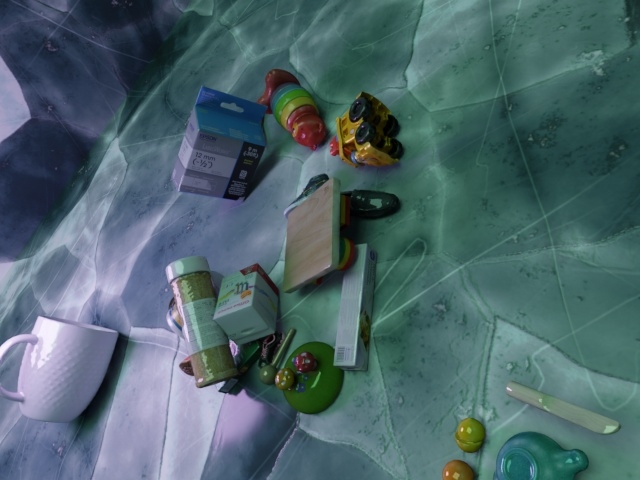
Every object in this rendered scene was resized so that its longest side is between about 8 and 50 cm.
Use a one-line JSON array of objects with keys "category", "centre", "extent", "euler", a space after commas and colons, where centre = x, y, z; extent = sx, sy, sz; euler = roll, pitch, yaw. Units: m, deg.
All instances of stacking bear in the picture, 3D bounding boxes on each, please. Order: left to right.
[{"category": "stacking bear", "centre": [-0.081, -0.440, 1.589], "extent": [0.288, 0.165, 0.175], "euler": [58, 136, 31]}]

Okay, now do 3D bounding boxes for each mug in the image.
[{"category": "mug", "centre": [-0.938, 0.444, 1.581], "extent": [0.277, 0.374, 0.327], "euler": [4, 74, 34]}]

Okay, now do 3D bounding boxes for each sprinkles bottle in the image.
[{"category": "sprinkles bottle", "centre": [-0.335, 0.225, 1.278], "extent": [0.121, 0.121, 0.354], "euler": [-27, 73, 23]}]

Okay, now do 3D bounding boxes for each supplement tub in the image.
[{"category": "supplement tub", "centre": [-0.370, 0.208, 1.435], "extent": [0.199, 0.144, 0.144], "euler": [-47, 46, 6]}]

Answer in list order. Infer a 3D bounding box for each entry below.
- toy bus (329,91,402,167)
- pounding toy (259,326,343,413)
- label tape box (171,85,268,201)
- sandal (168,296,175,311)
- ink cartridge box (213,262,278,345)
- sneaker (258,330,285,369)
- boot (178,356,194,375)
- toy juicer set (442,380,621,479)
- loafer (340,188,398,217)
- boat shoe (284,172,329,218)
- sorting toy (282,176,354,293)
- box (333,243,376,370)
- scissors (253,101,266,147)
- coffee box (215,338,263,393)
[{"category": "toy bus", "centre": [0.117, -0.297, 1.370], "extent": [0.212, 0.150, 0.220], "euler": [-31, 51, 37]}, {"category": "pounding toy", "centre": [-0.066, 0.326, 1.156], "extent": [0.237, 0.110, 0.182], "euler": [20, 78, 42]}, {"category": "label tape box", "centre": [-0.335, -0.318, 1.566], "extent": [0.347, 0.249, 0.115], "euler": [-61, 41, 26]}, {"category": "sandal", "centre": [-0.455, 0.201, 1.573], "extent": [0.219, 0.060, 0.089], "euler": [-43, 39, 29]}, {"category": "ink cartridge box", "centre": [-0.207, 0.182, 1.296], "extent": [0.128, 0.127, 0.176], "euler": [-23, 34, 14]}, {"category": "sneaker", "centre": [-0.148, 0.303, 1.270], "extent": [0.047, 0.057, 0.119], "euler": [20, 79, 40]}, {"category": "boot", "centre": [-0.380, 0.367, 1.418], "extent": [0.158, 0.059, 0.084], "euler": [-36, 12, 36]}, {"category": "toy juicer set", "centre": [0.354, 0.387, 0.821], "extent": [0.328, 0.090, 0.209], "euler": [-56, 32, 9]}, {"category": "loafer", "centre": [0.113, -0.108, 1.293], "extent": [0.224, 0.078, 0.076], "euler": [1, 66, 38]}, {"category": "boat shoe", "centre": [-0.040, -0.139, 1.446], "extent": [0.184, 0.065, 0.083], "euler": [-29, 49, 12]}, {"category": "sorting toy", "centre": [0.000, 0.000, 1.258], "extent": [0.257, 0.090, 0.255], "euler": [-33, 47, 51]}, {"category": "box", "centre": [0.092, 0.166, 1.160], "extent": [0.067, 0.063, 0.323], "euler": [-10, 59, 32]}, {"category": "scissors", "centre": [-0.252, -0.462, 1.829], "extent": [0.109, 0.021, 0.296], "euler": [-20, 55, 25]}, {"category": "coffee box", "centre": [-0.249, 0.345, 1.334], "extent": [0.184, 0.040, 0.113], "euler": [-50, 46, 4]}]
